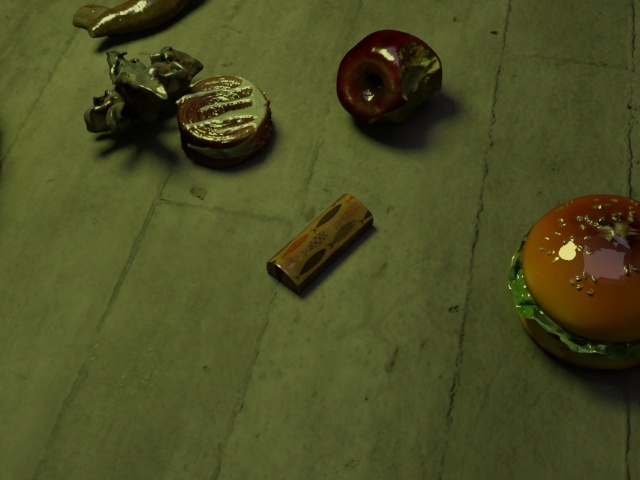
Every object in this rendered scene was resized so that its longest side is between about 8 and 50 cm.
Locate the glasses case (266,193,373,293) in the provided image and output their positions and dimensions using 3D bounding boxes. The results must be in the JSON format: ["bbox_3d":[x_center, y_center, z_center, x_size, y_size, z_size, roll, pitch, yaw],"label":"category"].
[{"bbox_3d":[0.000,0.000,1.252,0.064,0.041,0.170,36,62,24],"label":"glasses case"}]

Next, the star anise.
[{"bbox_3d":[-0.299,-0.253,1.383,0.198,0.111,0.258,-16,29,18],"label":"star anise"}]

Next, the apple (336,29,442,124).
[{"bbox_3d":[0.112,-0.268,1.381,0.147,0.156,0.158,32,32,22],"label":"apple"}]

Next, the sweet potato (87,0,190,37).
[{"bbox_3d":[-0.319,-0.427,1.561,0.243,0.077,0.077,-39,61,-17],"label":"sweet potato"}]

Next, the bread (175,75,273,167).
[{"bbox_3d":[-0.156,-0.197,1.382,0.160,0.073,0.161,-1,53,1],"label":"bread"}]

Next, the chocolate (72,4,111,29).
[{"bbox_3d":[-0.413,-0.420,1.581,0.100,0.031,0.064,20,54,17],"label":"chocolate"}]

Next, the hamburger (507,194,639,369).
[{"bbox_3d":[0.377,0.046,1.127,0.246,0.170,0.246,0,51,0],"label":"hamburger"}]
